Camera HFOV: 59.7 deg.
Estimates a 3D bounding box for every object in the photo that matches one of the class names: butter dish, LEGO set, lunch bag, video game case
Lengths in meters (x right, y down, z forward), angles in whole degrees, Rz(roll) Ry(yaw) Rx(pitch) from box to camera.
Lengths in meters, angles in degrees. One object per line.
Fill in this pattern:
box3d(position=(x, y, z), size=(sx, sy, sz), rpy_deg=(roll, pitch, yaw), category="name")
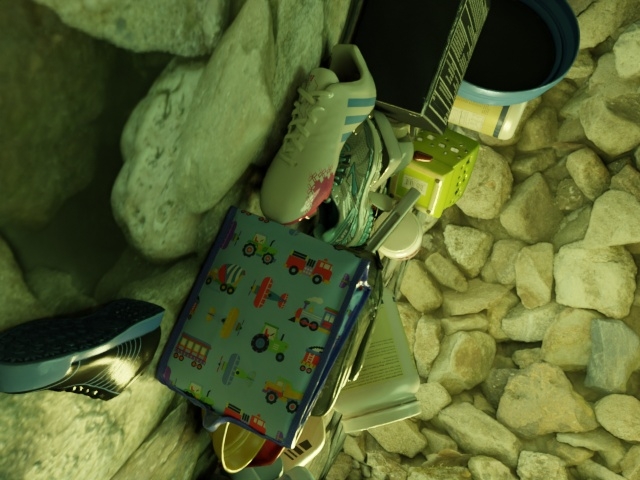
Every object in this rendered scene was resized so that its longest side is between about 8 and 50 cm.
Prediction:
box3d(position=(-0.140, 0.381, 1.156), size=(0.118, 0.160, 0.160), rpy_deg=(62, 34, -12), category="butter dish")
box3d(position=(0.149, -0.102, 1.635), size=(0.244, 0.060, 0.182), rpy_deg=(-65, 170, -59), category="LEGO set")
box3d(position=(-0.086, 0.133, 0.794), size=(0.293, 0.221, 0.138), rpy_deg=(-63, 164, -19), category="lunch bag")
box3d(position=(0.131, 0.022, 1.471), size=(0.300, 0.036, 0.329), rpy_deg=(-50, 174, -11), category="video game case")
box3d(position=(0.010, 0.167, 1.172), size=(0.256, 0.213, 0.305), rpy_deg=(-39, 149, -60), category="lunch bag")

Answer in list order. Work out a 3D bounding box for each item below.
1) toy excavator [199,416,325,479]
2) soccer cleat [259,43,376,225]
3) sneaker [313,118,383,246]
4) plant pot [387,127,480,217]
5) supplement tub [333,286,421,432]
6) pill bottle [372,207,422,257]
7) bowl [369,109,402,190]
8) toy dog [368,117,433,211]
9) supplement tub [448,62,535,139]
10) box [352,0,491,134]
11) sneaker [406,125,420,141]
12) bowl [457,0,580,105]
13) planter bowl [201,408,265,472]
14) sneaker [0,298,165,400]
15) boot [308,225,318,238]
box3d(position=(-0.092, 0.538, 1.258), size=(0.445, 0.433, 0.222), rpy_deg=(-20, 137, -32), category="toy excavator")
box3d(position=(-0.014, -0.177, 0.870), size=(0.331, 0.116, 0.143), rpy_deg=(-61, 147, -31), category="soccer cleat")
box3d(position=(0.044, -0.120, 1.106), size=(0.122, 0.110, 0.283), rpy_deg=(-7, 105, -34), category="sneaker")
box3d(position=(0.346, -0.221, 1.790), size=(0.207, 0.228, 0.227), rpy_deg=(-45, 153, -40), category="plant pot")
box3d(position=(0.115, 0.302, 1.428), size=(0.235, 0.235, 0.324), rpy_deg=(52, 22, -72), category="supplement tub")
box3d(position=(0.253, -0.019, 1.820), size=(0.283, 0.160, 0.160), rpy_deg=(24, 88, -78), category="pill bottle")
box3d(position=(0.115, -0.187, 1.157), size=(0.053, 0.142, 0.142), rpy_deg=(-11, 160, -27), category="bowl")
box3d(position=(0.160, -0.163, 1.337), size=(0.333, 0.161, 0.220), rpy_deg=(-62, 163, -22), category="toy dog")
box3d(position=(0.395, -0.421, 1.482), size=(0.228, 0.316, 0.228), rpy_deg=(-60, 164, -28), category="supplement tub")
box3d(position=(0.196, -0.389, 1.108), size=(0.296, 0.183, 0.294), rpy_deg=(-9, 118, -70), category="box")
box3d(position=(0.329, -0.413, 1.672), size=(0.271, 0.108, 0.100), rpy_deg=(-63, 166, -14), category="sneaker")
box3d(position=(0.411, -0.492, 1.329), size=(0.391, 0.391, 0.077), rpy_deg=(-62, 173, -21), category="bowl")
box3d(position=(-0.154, 0.301, 1.022), size=(0.217, 0.090, 0.217), rpy_deg=(-50, 149, -45), category="planter bowl")
box3d(position=(-0.231, 0.123, 0.553), size=(0.232, 0.081, 0.090), rpy_deg=(-11, 115, -73), category="sneaker")
box3d(position=(0.000, 0.000, 1.246), size=(0.118, 0.042, 0.087), rpy_deg=(-55, 158, -41), category="boot")
